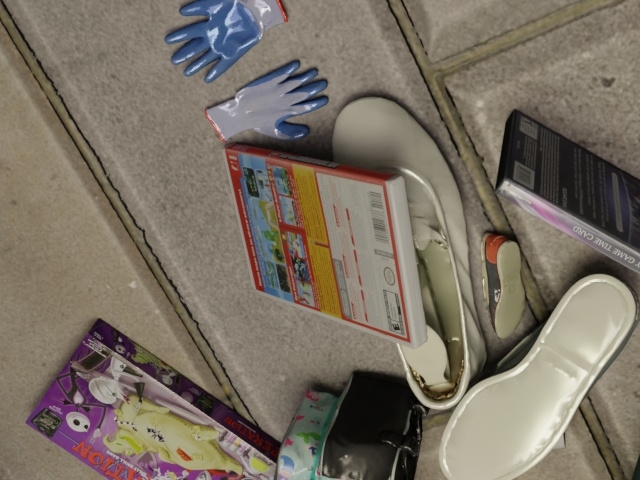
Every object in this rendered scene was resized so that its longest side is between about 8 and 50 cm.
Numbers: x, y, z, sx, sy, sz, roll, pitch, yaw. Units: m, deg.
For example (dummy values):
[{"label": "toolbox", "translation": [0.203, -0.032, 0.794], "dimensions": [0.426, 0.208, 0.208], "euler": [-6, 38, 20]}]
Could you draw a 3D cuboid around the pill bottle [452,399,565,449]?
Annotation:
[{"label": "pill bottle", "translation": [0.243, 0.238, 1.304], "dimensions": [0.137, 0.078, 0.078], "euler": [-7, 114, 15]}]

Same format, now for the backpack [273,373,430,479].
[{"label": "backpack", "translation": [0.034, 0.326, 1.311], "dimensions": [0.191, 0.225, 0.253], "euler": [6, 115, 11]}]

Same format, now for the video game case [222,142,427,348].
[{"label": "video game case", "translation": [0.000, 0.000, 1.184], "dimensions": [0.285, 0.025, 0.204], "euler": [15, 125, 45]}]

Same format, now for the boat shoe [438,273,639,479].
[{"label": "boat shoe", "translation": [0.268, 0.174, 1.221], "dimensions": [0.116, 0.099, 0.319], "euler": [41, 105, 19]}]

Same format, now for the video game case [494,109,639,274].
[{"label": "video game case", "translation": [0.316, -0.033, 1.087], "dimensions": [0.274, 0.196, 0.026], "euler": [30, 120, -3]}]

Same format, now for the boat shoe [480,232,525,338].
[{"label": "boat shoe", "translation": [0.219, 0.055, 1.241], "dimensions": [0.043, 0.049, 0.137], "euler": [27, 133, 48]}]

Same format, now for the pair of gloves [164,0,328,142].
[{"label": "pair of gloves", "translation": [-0.085, -0.200, 1.194], "dimensions": [0.159, 0.023, 0.198], "euler": [-20, 109, 21]}]

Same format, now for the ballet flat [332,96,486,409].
[{"label": "ballet flat", "translation": [0.111, 0.028, 1.201], "dimensions": [0.139, 0.139, 0.400], "euler": [-12, 112, 18]}]

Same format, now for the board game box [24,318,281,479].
[{"label": "board game box", "translation": [-0.229, 0.286, 1.454], "dimensions": [0.347, 0.056, 0.208], "euler": [35, 122, -6]}]

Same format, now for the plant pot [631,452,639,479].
[{"label": "plant pot", "translation": [0.446, 0.334, 1.216], "dimensions": [0.166, 0.234, 0.165], "euler": [10, 117, 8]}]
